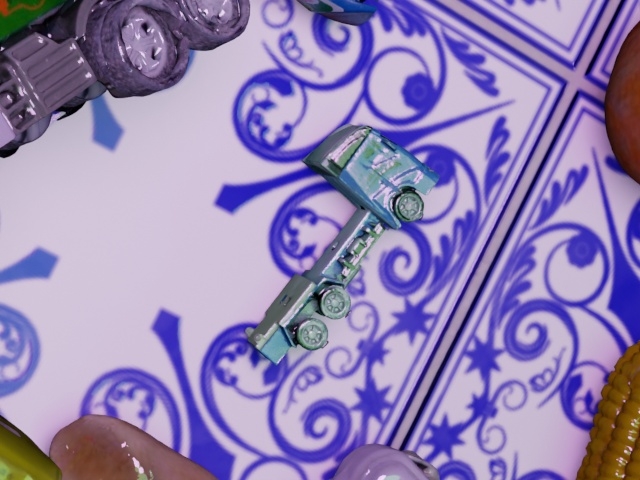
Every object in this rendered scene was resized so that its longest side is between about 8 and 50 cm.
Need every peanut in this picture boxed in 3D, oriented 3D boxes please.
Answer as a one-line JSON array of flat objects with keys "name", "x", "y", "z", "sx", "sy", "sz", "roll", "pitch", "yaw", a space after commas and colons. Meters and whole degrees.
[{"name": "peanut", "x": -0.119, "y": 0.172, "z": 1.124, "sx": 0.152, "sy": 0.076, "sz": 0.076, "roll": 40, "pitch": 82, "yaw": -22}]

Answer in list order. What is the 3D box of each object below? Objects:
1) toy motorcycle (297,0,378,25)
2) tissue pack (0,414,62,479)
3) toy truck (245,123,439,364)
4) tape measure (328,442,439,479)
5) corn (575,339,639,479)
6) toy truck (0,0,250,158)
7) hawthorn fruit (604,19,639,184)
[{"name": "toy motorcycle", "x": 0.033, "y": -0.235, "z": 1.125, "sx": 0.254, "sy": 0.092, "sz": 0.136, "roll": -42, "pitch": 118, "yaw": -21}, {"name": "tissue pack", "x": -0.320, "y": 0.115, "z": 0.970, "sx": 0.274, "sy": 0.200, "sz": 0.167, "roll": 38, "pitch": 81, "yaw": -20}, {"name": "toy truck", "x": 0.000, "y": 0.000, "z": 1.155, "sx": 0.081, "sy": 0.067, "sz": 0.175, "roll": 39, "pitch": 86, "yaw": -15}, {"name": "tape measure", "x": 0.032, "y": 0.255, "z": 1.179, "sx": 0.196, "sy": 0.105, "sz": 0.178, "roll": -38, "pitch": 101, "yaw": -14}, {"name": "corn", "x": 0.241, "y": 0.243, "z": 1.237, "sx": 0.131, "sy": 0.131, "sz": 0.345, "roll": 13, "pitch": 91, "yaw": -22}, {"name": "toy truck", "x": -0.198, "y": -0.124, "z": 0.951, "sx": 0.178, "sy": 0.176, "sz": 0.363, "roll": 58, "pitch": 44, "yaw": -16}, {"name": "hawthorn fruit", "x": 0.325, "y": -0.100, "z": 1.163, "sx": 0.199, "sy": 0.251, "sz": 0.200, "roll": 7, "pitch": 77, "yaw": -30}]
